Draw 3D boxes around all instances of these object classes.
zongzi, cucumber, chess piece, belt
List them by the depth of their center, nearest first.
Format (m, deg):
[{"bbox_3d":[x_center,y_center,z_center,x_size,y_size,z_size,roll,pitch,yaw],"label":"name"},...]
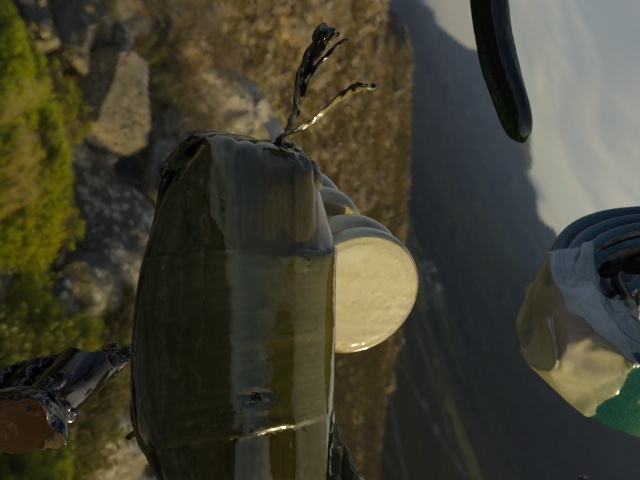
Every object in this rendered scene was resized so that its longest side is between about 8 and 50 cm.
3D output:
[{"bbox_3d":[-0.109,0.034,0.958,0.418,0.181,0.448,180,-89,-65],"label":"zongzi"},{"bbox_3d":[0.228,-0.264,1.277,0.056,0.056,0.285,-3,81,-79],"label":"cucumber"},{"bbox_3d":[0.482,0.107,1.303,0.173,0.436,0.300,101,-15,-47],"label":"belt"},{"bbox_3d":[0.000,0.000,1.304,0.167,0.167,0.300,61,-3,-34],"label":"chess piece"}]

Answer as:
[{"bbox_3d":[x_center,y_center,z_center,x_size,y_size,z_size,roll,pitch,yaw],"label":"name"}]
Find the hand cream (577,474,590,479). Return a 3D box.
[{"bbox_3d":[0.426,0.417,1.592,0.019,0.030,0.093,-66,148,-59],"label":"hand cream"}]

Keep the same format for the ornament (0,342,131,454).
[{"bbox_3d":[-0.427,0.221,1.542,0.106,0.251,0.260,69,27,-20],"label":"ornament"}]
